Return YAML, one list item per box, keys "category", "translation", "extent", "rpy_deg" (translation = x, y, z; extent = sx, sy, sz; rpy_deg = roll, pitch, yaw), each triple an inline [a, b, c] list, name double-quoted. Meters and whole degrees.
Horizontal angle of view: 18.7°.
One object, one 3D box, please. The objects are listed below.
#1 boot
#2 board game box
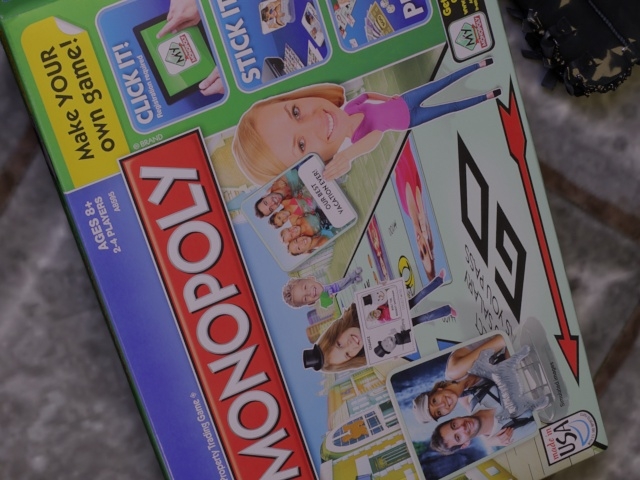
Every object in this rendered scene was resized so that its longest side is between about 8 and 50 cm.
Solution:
- category: "boot"
  translation: [0.138, -0.134, 0.926]
  extent: [0.121, 0.045, 0.099]
  rpy_deg: [-39, 113, 2]
- category: "board game box"
  translation: [0.000, 0.000, 0.901]
  extent: [0.213, 0.046, 0.317]
  rpy_deg: [-23, 115, -11]
